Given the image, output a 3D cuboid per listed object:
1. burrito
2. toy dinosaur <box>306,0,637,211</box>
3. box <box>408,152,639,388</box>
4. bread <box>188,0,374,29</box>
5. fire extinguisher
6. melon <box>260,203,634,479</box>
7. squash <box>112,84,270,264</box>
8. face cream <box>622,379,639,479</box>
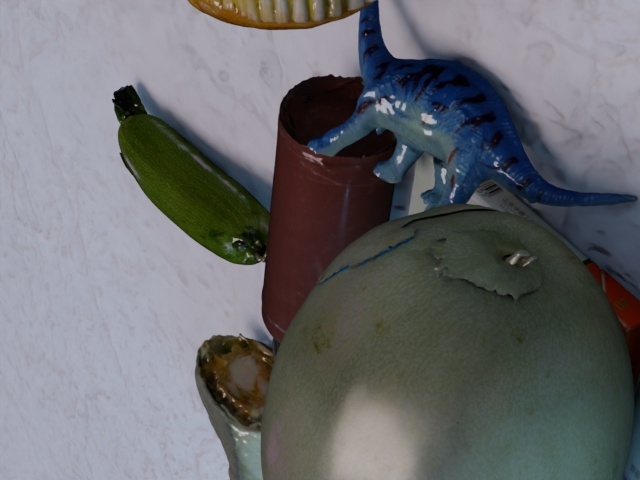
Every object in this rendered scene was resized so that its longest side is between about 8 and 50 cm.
[{"bbox_3d":[-0.042,0.245,1.920,0.143,0.105,0.299,24,134,54],"label":"burrito"},{"bbox_3d":[0.086,-0.083,1.465,0.329,0.076,0.144,47,108,28],"label":"toy dinosaur"},{"bbox_3d":[0.157,0.039,1.505,0.245,0.035,0.139,42,143,33],"label":"box"},{"bbox_3d":[-0.045,-0.252,1.455,0.250,0.179,0.133,31,142,43],"label":"bread"},{"bbox_3d":[0.000,0.000,1.674,0.337,0.106,0.147,98,167,-45],"label":"fire extinguisher"},{"bbox_3d":[0.093,0.127,1.368,0.268,0.268,0.330,43,132,32],"label":"melon"},{"bbox_3d":[-0.118,-0.048,1.837,0.318,0.071,0.080,44,132,44],"label":"squash"},{"bbox_3d":[0.271,0.115,1.348,0.107,0.073,0.269,39,142,23],"label":"face cream"}]
